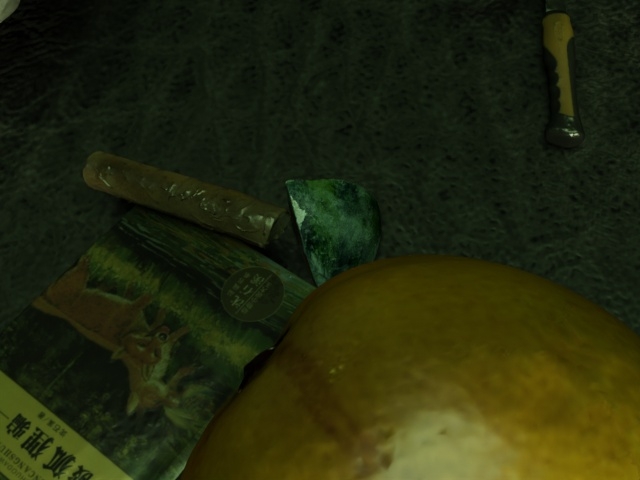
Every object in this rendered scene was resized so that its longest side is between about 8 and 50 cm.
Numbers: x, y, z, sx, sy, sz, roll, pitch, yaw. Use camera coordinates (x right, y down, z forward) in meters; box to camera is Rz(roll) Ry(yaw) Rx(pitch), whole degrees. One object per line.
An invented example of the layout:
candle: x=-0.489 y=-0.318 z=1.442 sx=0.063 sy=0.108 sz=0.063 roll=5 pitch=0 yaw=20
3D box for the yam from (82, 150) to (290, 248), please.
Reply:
yam: x=-0.090 y=-0.028 z=0.579 sx=0.145 sy=0.032 sz=0.032 roll=18 pitch=67 yaw=19

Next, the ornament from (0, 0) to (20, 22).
ornament: x=-0.321 y=-0.277 z=0.577 sx=0.337 sy=0.337 sz=0.337 roll=-2 pitch=65 yaw=3

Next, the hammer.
hammer: x=0.180 y=-0.159 z=0.656 sx=0.078 sy=0.021 sz=0.201 roll=-1 pitch=65 yaw=4

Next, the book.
book: x=-0.121 y=0.080 z=0.539 sx=0.160 sy=0.024 sz=0.228 roll=31 pitch=63 yaw=25

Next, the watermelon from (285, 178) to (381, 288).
watermelon: x=0.000 y=0.000 z=0.588 sx=0.061 sy=0.085 sz=0.085 roll=8 pitch=57 yaw=53

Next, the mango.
mango: x=0.082 y=0.187 z=0.396 sx=0.264 sy=0.221 sz=0.378 roll=-28 pitch=79 yaw=-9
